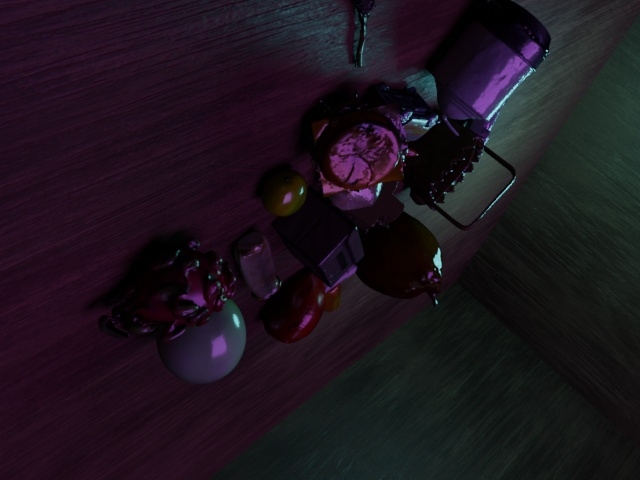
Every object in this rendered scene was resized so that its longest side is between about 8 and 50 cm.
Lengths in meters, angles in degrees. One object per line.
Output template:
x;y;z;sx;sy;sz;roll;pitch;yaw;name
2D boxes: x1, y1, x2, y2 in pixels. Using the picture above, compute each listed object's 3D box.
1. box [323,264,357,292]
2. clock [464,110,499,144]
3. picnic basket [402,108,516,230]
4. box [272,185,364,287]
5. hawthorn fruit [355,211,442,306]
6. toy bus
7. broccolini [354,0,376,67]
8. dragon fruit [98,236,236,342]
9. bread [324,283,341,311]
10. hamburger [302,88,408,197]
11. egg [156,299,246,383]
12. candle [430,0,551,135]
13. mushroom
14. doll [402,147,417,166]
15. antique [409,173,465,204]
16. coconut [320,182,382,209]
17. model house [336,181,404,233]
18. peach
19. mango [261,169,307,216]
0.044;0.108;2.303;0.154;0.084;0.040;-32;156;-33;box
0.537;-0.386;2.251;0.228;0.090;0.248;-62;171;-13;clock
0.416;-0.212;2.095;0.254;0.321;0.291;-47;163;-6;picnic basket
0.000;0.000;1.857;0.153;0.188;0.252;-46;163;-7;box
0.279;0.063;2.372;0.308;0.324;0.309;-20;126;-31;hawthorn fruit
0.199;-0.322;1.728;0.120;0.121;0.265;-46;163;29;toy bus
0.086;-0.436;1.396;0.044;0.042;0.218;-42;167;-14;broccolini
-0.318;0.123;1.447;0.273;0.218;0.198;-43;124;5;dragon fruit
0.037;0.204;2.501;0.092;0.074;0.239;-46;162;-16;bread
0.080;-0.228;1.558;0.243;0.139;0.262;-11;130;-6;hamburger
-0.294;0.234;1.653;0.220;0.220;0.270;-35;150;-28;egg
0.429;-0.452;1.780;0.343;0.221;0.221;-50;160;15;candle
-0.170;0.073;1.810;0.100;0.081;0.312;-43;157;-16;mushroom
0.165;-0.241;1.792;0.109;0.169;0.057;-41;-150;34;doll
0.414;-0.209;2.398;0.257;0.121;0.143;-39;170;-39;antique
0.086;-0.158;1.740;0.161;0.162;0.161;-40;160;-18;coconut
0.124;-0.100;1.959;0.181;0.176;0.248;-60;-169;-15;model house
-0.070;0.222;2.191;0.267;0.154;0.158;-49;159;10;peach
-0.083;-0.115;1.609;0.117;0.089;0.163;-57;171;8;mango
